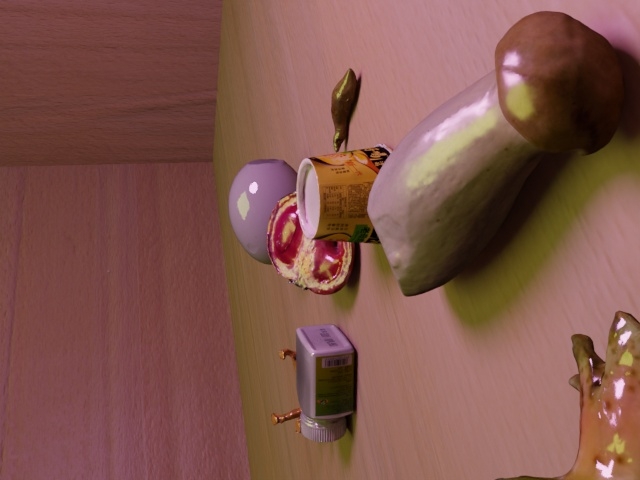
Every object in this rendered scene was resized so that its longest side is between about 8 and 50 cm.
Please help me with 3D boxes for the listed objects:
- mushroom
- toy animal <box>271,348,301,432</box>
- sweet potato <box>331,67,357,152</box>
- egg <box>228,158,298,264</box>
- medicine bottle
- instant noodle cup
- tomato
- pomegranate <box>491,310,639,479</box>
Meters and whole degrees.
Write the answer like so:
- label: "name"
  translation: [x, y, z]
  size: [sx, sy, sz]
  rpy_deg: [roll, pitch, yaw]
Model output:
- label: "mushroom"
  translation: [0.123, -0.050, 0.529]
  size: [0.350, 0.128, 0.128]
  rpy_deg: [124, 140, -59]
- label: "toy animal"
  translation: [-0.017, 0.299, 1.205]
  size: [0.114, 0.116, 0.255]
  rpy_deg: [31, 121, 44]
- label: "sweet potato"
  translation: [0.035, -0.219, 0.971]
  size: [0.041, 0.038, 0.153]
  rpy_deg: [-76, -3, -45]
- label: "egg"
  translation: [-0.110, -0.060, 1.279]
  size: [0.176, 0.176, 0.232]
  rpy_deg: [-132, 32, -67]
- label: "medicine bottle"
  translation: [0.006, 0.265, 1.083]
  size: [0.132, 0.088, 0.189]
  rpy_deg: [-141, 49, -69]
- label: "instant noodle cup"
  translation: [0.037, -0.060, 0.832]
  size: [0.151, 0.122, 0.151]
  rpy_deg: [174, 90, -74]
- label: "tomato"
  translation: [0.000, 0.000, 1.051]
  size: [0.189, 0.099, 0.173]
  rpy_deg: [23, 105, 30]
- label: "pomegranate"
  translation: [0.138, 0.196, 0.314]
  size: [0.231, 0.230, 0.286]
  rpy_deg: [111, 158, -57]
